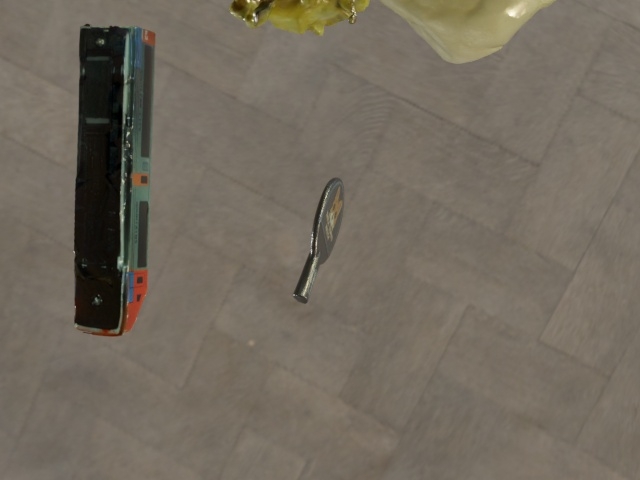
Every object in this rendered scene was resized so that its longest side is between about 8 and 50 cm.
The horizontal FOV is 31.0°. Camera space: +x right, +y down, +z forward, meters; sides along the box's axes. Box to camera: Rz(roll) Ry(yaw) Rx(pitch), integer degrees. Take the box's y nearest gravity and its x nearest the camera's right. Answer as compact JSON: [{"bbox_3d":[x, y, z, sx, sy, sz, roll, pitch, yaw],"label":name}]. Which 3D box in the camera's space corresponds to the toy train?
[{"bbox_3d":[-0.273,-0.080,1.546,0.086,0.089,0.409,3,94,18],"label":"toy train"}]

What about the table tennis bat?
[{"bbox_3d":[0.000,0.000,1.974,0.027,0.150,0.236,12,62,14],"label":"table tennis bat"}]

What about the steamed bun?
[{"bbox_3d":[0.143,-0.367,1.189,0.289,0.203,0.276,-47,58,15],"label":"steamed bun"}]

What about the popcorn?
[{"bbox_3d":[-0.038,-0.319,1.387,0.195,0.168,0.173,-33,60,-22],"label":"popcorn"}]
